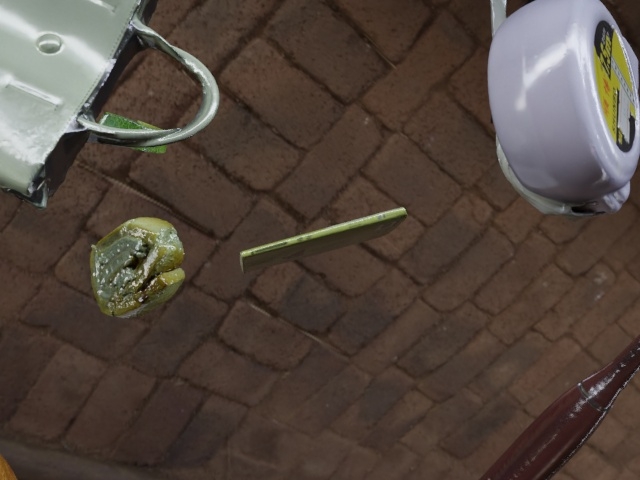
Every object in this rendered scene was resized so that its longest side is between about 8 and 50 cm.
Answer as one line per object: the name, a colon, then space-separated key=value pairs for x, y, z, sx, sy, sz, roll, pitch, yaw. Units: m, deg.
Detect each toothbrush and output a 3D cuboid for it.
toothbrush: x=0.183 y=0.159 z=0.553 sx=0.041 sy=0.041 sz=0.364 roll=12 pitch=125 yaw=-26

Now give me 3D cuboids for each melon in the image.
melon: x=-0.434 y=-0.254 z=1.663 sx=0.118 sy=0.209 sz=0.064 roll=20 pitch=99 yaw=10

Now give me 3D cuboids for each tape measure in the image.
tape measure: x=0.208 y=-0.126 z=0.610 sx=0.105 sy=0.196 sz=0.178 roll=-8 pitch=144 yaw=39

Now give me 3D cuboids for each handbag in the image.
handbag: x=-0.230 y=-0.153 z=0.517 sx=0.316 sy=0.241 sz=0.109 roll=17 pitch=156 yaw=4

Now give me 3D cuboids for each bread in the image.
bread: x=-0.237 y=0.033 z=0.893 sx=0.156 sy=0.117 sz=0.064 roll=-34 pitch=163 yaw=36

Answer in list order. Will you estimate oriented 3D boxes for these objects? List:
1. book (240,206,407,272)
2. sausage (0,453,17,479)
book: x=0.000 y=0.000 z=1.497 sx=0.352 sy=0.239 sz=0.035 roll=-14 pitch=83 yaw=-8
sausage: x=-0.322 y=0.171 z=0.581 sx=0.109 sy=0.109 sz=0.270 roll=-12 pitch=120 yaw=-12
